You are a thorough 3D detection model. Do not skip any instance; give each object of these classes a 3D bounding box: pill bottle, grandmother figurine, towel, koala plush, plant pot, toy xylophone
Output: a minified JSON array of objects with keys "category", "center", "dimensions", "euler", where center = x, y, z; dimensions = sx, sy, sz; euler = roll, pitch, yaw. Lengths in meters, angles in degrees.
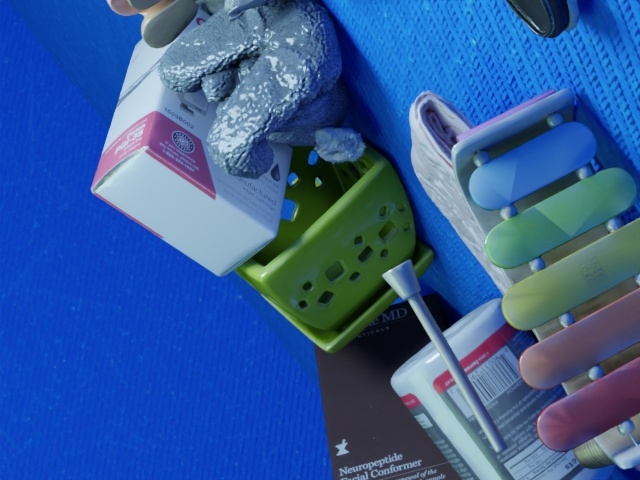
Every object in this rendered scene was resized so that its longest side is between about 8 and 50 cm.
[{"category":"pill bottle","center":[0.244,0.242,1.782],"dimensions":[0.318,0.176,0.176],"euler":[53,169,1]},{"category":"grandmother figurine","center":[-0.272,-0.384,1.747],"dimensions":[0.342,0.104,0.208],"euler":[50,159,32]},{"category":"towel","center":[0.189,0.013,1.462],"dimensions":[0.317,0.053,0.332],"euler":[55,179,8]},{"category":"koala plush","center":[-0.035,-0.175,1.748],"dimensions":[0.196,0.203,0.221],"euler":[57,-167,27]},{"category":"plant pot","center":[0.000,0.000,1.938],"dimensions":[0.227,0.228,0.207],"euler":[37,166,52]},{"category":"toy xylophone","center":[0.203,0.049,1.247],"dimensions":[0.323,0.236,0.081],"euler":[54,177,5]}]

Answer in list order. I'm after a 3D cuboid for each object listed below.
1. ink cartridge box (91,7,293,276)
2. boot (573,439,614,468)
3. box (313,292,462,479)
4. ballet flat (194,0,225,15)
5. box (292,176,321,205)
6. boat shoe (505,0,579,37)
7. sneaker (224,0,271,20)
[{"category":"ink cartridge box","center":[-0.145,-0.131,1.832],"dimensions":[0.207,0.117,0.283],"euler":[34,-138,-25]},{"category":"boot","center":[0.343,0.161,1.367],"dimensions":[0.152,0.197,0.073],"euler":[-28,81,41]},{"category":"box","center":[0.114,0.270,1.979],"dimensions":[0.381,0.191,0.143],"euler":[-99,-10,-45]},{"category":"ballet flat","center":[-0.136,-0.309,1.918],"dimensions":[0.068,0.072,0.213],"euler":[53,169,-21]},{"category":"box","center":[0.007,-0.038,2.238],"dimensions":[0.105,0.043,0.179],"euler":[49,166,19]},{"category":"boat shoe","center":[0.106,-0.240,1.134],"dimensions":[0.233,0.079,0.084],"euler":[51,167,4]},{"category":"sneaker","center":[-0.136,-0.368,1.617],"dimensions":[0.281,0.115,0.105],"euler":[51,169,8]}]
